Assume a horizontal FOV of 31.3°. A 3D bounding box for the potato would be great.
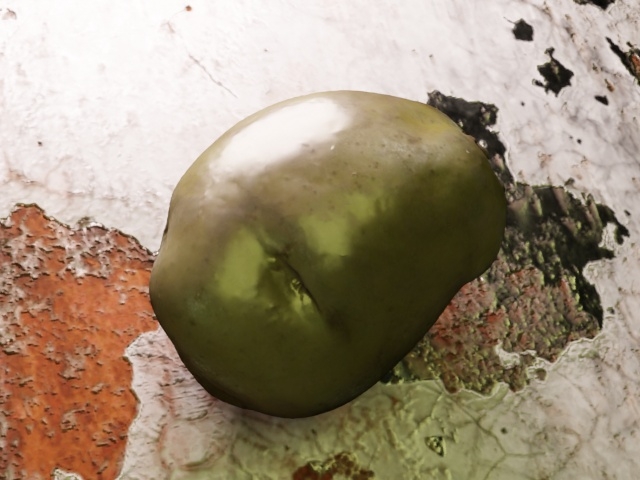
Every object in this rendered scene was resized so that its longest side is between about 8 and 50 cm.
[{"bbox_3d":[0.000,0.000,0.993,0.243,0.221,0.326,39,71,19],"label":"potato"}]
